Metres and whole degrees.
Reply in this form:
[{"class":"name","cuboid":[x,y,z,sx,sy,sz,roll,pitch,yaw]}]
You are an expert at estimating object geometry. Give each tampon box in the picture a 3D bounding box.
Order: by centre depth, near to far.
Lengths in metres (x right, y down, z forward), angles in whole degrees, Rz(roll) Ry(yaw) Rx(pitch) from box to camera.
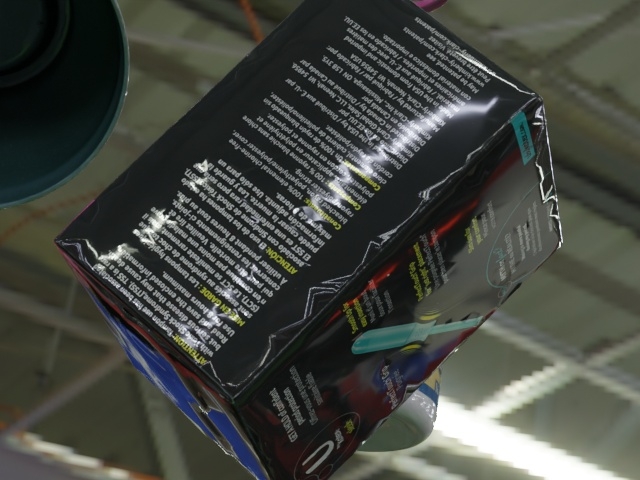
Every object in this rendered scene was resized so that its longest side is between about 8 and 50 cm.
[{"class":"tampon box","cuboid":[0.000,0.000,0.725,0.101,0.161,0.120,39,-15,26]}]

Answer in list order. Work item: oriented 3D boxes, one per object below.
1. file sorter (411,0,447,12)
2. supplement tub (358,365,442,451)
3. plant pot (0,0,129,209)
[{"class":"file sorter","cuboid":[0.025,-0.307,1.139,0.182,0.291,0.202,11,-36,8]},{"class":"supplement tub","cuboid":[0.040,0.071,1.647,0.144,0.200,0.144,7,-25,3]},{"class":"plant pot","cuboid":[-0.326,-0.197,1.791,0.293,0.196,0.293,-1,-69,-3]}]
